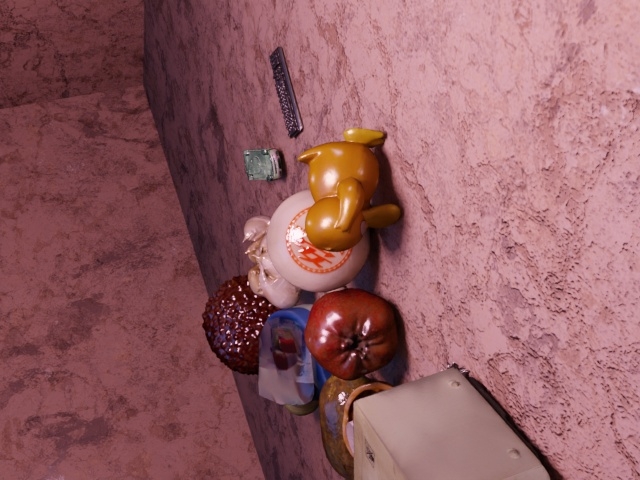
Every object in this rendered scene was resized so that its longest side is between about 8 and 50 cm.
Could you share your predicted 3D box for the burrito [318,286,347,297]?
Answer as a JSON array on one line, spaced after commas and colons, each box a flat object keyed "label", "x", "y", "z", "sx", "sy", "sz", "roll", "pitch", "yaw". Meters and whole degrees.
[{"label": "burrito", "x": 0.021, "y": 0.118, "z": 2.071, "sx": 0.226, "sy": 0.061, "sz": 0.086, "roll": -127, "pitch": 24, "yaw": -48}]

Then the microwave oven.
[{"label": "microwave oven", "x": 0.229, "y": 0.485, "z": 1.426, "sx": 0.333, "sy": 0.247, "sz": 0.394, "roll": -127, "pitch": 30, "yaw": -52}]

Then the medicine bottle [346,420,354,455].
[{"label": "medicine bottle", "x": 0.156, "y": 0.389, "z": 1.663, "sx": 0.132, "sy": 0.189, "sz": 0.088, "roll": -162, "pitch": 59, "yaw": -68}]

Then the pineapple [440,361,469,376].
[{"label": "pineapple", "x": 0.241, "y": 0.273, "z": 1.541, "sx": 0.124, "sy": 0.058, "sz": 0.058, "roll": 113, "pitch": 140, "yaw": -61}]

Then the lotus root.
[{"label": "lotus root", "x": 0.083, "y": 0.450, "z": 1.964, "sx": 0.152, "sy": 0.160, "sz": 0.274, "roll": 4, "pitch": 106, "yaw": 60}]

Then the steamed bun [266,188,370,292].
[{"label": "steamed bun", "x": 0.000, "y": 0.000, "z": 1.760, "sx": 0.145, "sy": 0.232, "sz": 0.231, "roll": -176, "pitch": 73, "yaw": -81}]

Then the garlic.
[{"label": "garlic", "x": -0.118, "y": 0.049, "z": 2.241, "sx": 0.203, "sy": 0.185, "sz": 0.280, "roll": 27, "pitch": -125, "yaw": -54}]

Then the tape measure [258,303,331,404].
[{"label": "tape measure", "x": -0.047, "y": 0.305, "z": 2.176, "sx": 0.259, "sy": 0.138, "sz": 0.261, "roll": -6, "pitch": 86, "yaw": 50}]

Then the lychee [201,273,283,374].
[{"label": "lychee", "x": -0.223, "y": 0.270, "z": 2.567, "sx": 0.330, "sy": 0.306, "sz": 0.306, "roll": -60, "pitch": 39, "yaw": 25}]

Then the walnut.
[{"label": "walnut", "x": 0.138, "y": 0.408, "z": 1.844, "sx": 0.087, "sy": 0.167, "sz": 0.211, "roll": -41, "pitch": -47, "yaw": -72}]

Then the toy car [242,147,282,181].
[{"label": "toy car", "x": -0.160, "y": -0.224, "z": 2.337, "sx": 0.224, "sy": 0.076, "sz": 0.090, "roll": 11, "pitch": 112, "yaw": 62}]

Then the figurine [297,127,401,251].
[{"label": "figurine", "x": 0.047, "y": -0.095, "z": 1.610, "sx": 0.215, "sy": 0.215, "sz": 0.228, "roll": 131, "pitch": 123, "yaw": -68}]

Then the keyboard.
[{"label": "keyboard", "x": -0.092, "y": -0.383, "z": 2.100, "sx": 0.094, "sy": 0.025, "sz": 0.230, "roll": 155, "pitch": 101, "yaw": -69}]

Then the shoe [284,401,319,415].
[{"label": "shoe", "x": -0.056, "y": 0.414, "z": 2.387, "sx": 0.128, "sy": 0.140, "sz": 0.262, "roll": -121, "pitch": 29, "yaw": -66}]

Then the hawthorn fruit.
[{"label": "hawthorn fruit", "x": 0.059, "y": 0.190, "z": 1.793, "sx": 0.248, "sy": 0.208, "sz": 0.207, "roll": -125, "pitch": 26, "yaw": -69}]
